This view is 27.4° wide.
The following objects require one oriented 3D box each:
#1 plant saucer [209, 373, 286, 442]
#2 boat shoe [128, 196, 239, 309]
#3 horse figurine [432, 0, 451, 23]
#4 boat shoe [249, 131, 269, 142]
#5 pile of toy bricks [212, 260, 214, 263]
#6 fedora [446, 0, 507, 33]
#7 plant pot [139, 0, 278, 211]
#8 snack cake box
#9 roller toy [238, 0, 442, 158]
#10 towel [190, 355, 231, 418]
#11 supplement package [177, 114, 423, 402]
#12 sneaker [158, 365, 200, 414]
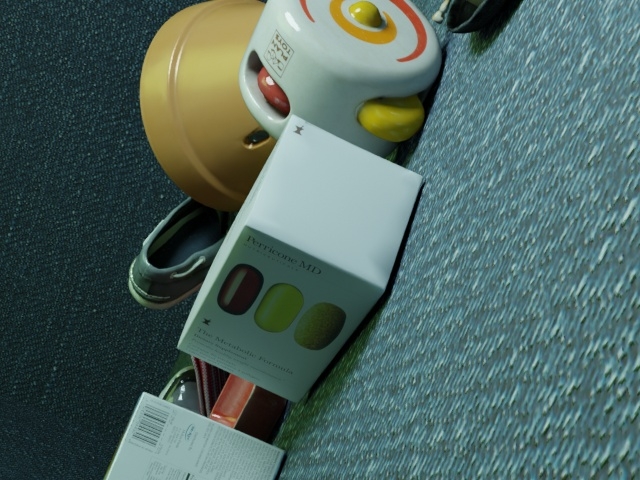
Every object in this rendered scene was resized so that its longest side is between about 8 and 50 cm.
[{"bbox_3d":[-0.086,0.197,1.524,0.259,0.047,0.258,-79,14,-59],"label":"plant saucer"},{"bbox_3d":[-0.135,-0.029,1.828,0.319,0.116,0.099,-40,-16,-25],"label":"boat shoe"},{"bbox_3d":[0.154,-0.347,1.433,0.263,0.066,0.174,-66,0,-57],"label":"horse figurine"},{"bbox_3d":[-0.089,-0.090,2.037,0.324,0.122,0.120,-81,1,-51],"label":"boat shoe"},{"bbox_3d":[-0.084,0.016,1.764,0.212,0.118,0.105,-64,30,17],"label":"pile of toy bricks"},{"bbox_3d":[0.144,-0.357,1.155,0.334,0.152,0.334,-157,90,-83],"label":"fedora"},{"bbox_3d":[-0.061,-0.192,1.729,0.203,0.291,0.291,-8,53,46],"label":"plant pot"},{"bbox_3d":[-0.154,0.296,1.253,0.089,0.152,0.264,136,158,-75],"label":"snack cake box"},{"bbox_3d":[0.022,-0.186,1.360,0.209,0.191,0.146,-74,10,-49],"label":"roller toy"},{"bbox_3d":[-0.141,0.153,1.861,0.275,0.031,0.199,-76,-16,-60],"label":"towel"},{"bbox_3d":[-0.024,0.024,1.215,0.244,0.139,0.134,122,171,-54],"label":"supplement package"},{"bbox_3d":[-0.203,0.308,1.874,0.153,0.101,0.269,142,145,-76],"label":"sneaker"}]
